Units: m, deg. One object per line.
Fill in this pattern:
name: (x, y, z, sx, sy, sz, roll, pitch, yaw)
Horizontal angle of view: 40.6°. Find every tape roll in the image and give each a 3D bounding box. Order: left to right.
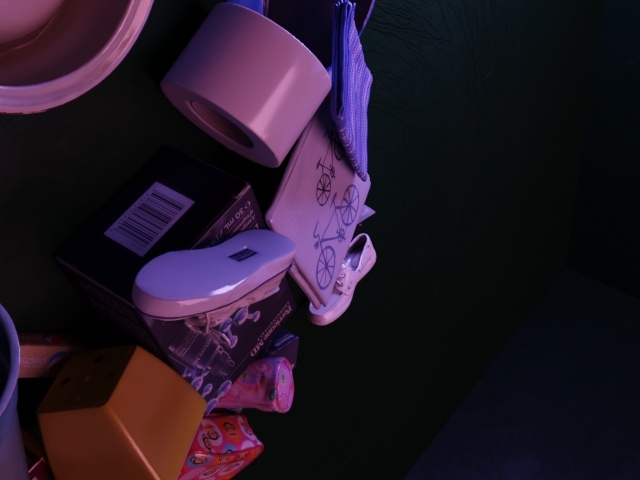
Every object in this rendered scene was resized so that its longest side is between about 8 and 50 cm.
tape roll: (-0.126, -0.262, 1.478, 0.169, 0.246, 0.246, -57, 150, -9)

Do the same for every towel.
towel: (0.067, -0.279, 1.663, 0.336, 0.040, 0.243, 54, 37, -71)

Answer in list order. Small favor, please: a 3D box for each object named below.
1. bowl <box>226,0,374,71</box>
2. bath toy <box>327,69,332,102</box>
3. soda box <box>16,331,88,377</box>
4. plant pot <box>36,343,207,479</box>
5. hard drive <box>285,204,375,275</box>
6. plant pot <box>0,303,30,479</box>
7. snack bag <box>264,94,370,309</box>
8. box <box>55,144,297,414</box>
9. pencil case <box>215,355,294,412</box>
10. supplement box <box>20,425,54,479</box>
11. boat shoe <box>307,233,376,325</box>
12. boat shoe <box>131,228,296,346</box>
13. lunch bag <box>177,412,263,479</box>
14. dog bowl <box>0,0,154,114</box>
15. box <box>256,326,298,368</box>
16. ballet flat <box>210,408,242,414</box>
bowl: (-0.016, -0.490, 1.642, 0.391, 0.077, 0.391, -37, 141, -38)
bath toy: (0.003, -0.202, 1.858, 0.129, 0.151, 0.348, -14, 126, -20)
soda box: (-0.485, 0.193, 1.463, 0.181, 0.058, 0.061, 14, 101, -61)
plant pot: (-0.350, 0.296, 1.461, 0.212, 0.212, 0.187, -72, 145, -50)
hard drive: (0.000, 0.000, 2.004, 0.255, 0.054, 0.172, -33, 176, -43)
plant pot: (-0.555, 0.279, 1.180, 0.341, 0.341, 0.334, -40, 151, -35)
snack bag: (-0.003, -0.076, 1.706, 0.323, 0.037, 0.342, -69, 151, -24)
box: (-0.246, 0.081, 1.599, 0.293, 0.212, 0.395, -50, 149, -23)
pencil case: (-0.199, 0.295, 1.769, 0.124, 0.284, 0.124, -2, 90, -77)
supplement box: (-0.542, 0.446, 1.504, 0.194, 0.129, 0.191, -48, 147, -25)
boat shoe: (0.047, 0.090, 2.193, 0.277, 0.098, 0.096, -56, 151, -32)
boat shoe: (-0.175, 0.093, 1.393, 0.367, 0.136, 0.156, -27, 138, -60)
lunch bag: (-0.291, 0.496, 1.908, 0.258, 0.120, 0.293, -43, 154, 16)
dog bowl: (-0.392, -0.370, 1.069, 0.408, 0.150, 0.408, -38, 141, -38)
box: (-0.158, 0.246, 1.923, 0.156, 0.158, 0.093, -28, 136, -46)
ballet flat: (-0.251, 0.384, 1.986, 0.074, 0.074, 0.203, -63, 155, 1)
